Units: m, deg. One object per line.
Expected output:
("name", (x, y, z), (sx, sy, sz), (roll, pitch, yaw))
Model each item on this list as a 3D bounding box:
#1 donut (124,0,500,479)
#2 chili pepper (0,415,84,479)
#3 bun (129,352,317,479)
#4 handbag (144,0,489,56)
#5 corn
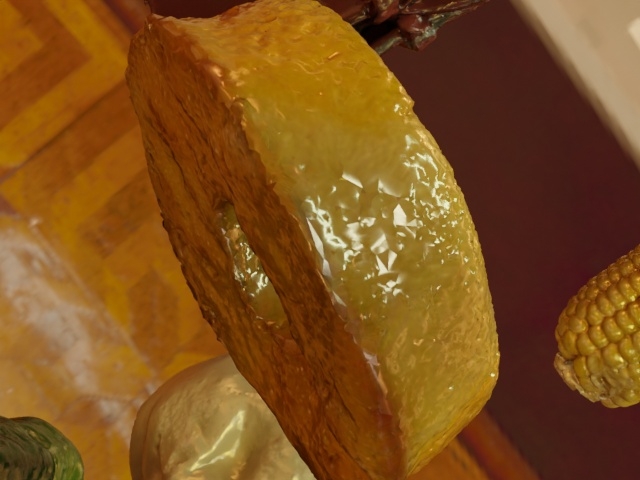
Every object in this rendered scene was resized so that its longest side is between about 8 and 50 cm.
("donut", (0.000, 0.000, 0.862), (0.110, 0.303, 0.302), (-26, 86, -15))
("chili pepper", (-0.218, 0.146, 0.900), (0.099, 0.136, 0.270), (65, 8, 19))
("bun", (-0.051, 0.284, 1.543), (0.360, 0.360, 0.211), (45, 75, -13))
("handbag", (-0.012, -0.208, 1.258), (0.084, 0.260, 0.275), (56, 11, -34))
("corn", (0.193, 0.009, 0.694), (0.067, 0.206, 0.067), (46, 22, -25))
